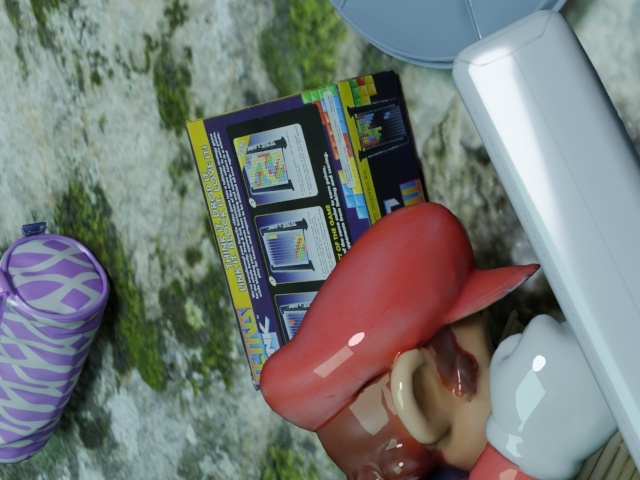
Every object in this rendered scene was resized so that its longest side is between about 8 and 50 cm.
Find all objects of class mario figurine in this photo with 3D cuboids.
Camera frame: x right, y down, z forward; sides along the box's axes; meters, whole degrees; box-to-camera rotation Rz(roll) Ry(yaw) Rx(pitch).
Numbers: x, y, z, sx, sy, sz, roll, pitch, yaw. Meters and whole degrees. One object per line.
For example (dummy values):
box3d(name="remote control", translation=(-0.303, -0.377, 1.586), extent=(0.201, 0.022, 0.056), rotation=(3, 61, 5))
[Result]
box3d(name="mario figurine", translation=(0.095, 0.133, 0.595), extent=(0.198, 0.170, 0.320), rotation=(-23, 78, 38))

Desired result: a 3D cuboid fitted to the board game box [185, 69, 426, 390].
box3d(name="board game box", translation=(0.000, 0.000, 0.736), extent=(0.141, 0.048, 0.170), rotation=(-6, 100, 50))

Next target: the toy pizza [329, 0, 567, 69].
box3d(name="toy pizza", translation=(0.058, -0.183, 0.617), extent=(0.201, 0.032, 0.201), rotation=(18, 116, 42))

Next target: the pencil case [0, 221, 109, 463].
box3d(name="pencil case", translation=(-0.224, 0.086, 0.983), extent=(0.086, 0.088, 0.206), rotation=(50, 136, 26))

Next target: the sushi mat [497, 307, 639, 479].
box3d(name="sushi mat", translation=(0.112, 0.198, 0.710), extent=(0.151, 0.019, 0.316), rotation=(41, 131, 31))

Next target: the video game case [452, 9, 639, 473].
box3d(name="video game case", translation=(0.151, 0.098, 0.442), extent=(0.036, 0.300, 0.329), rotation=(-27, 81, 13))
